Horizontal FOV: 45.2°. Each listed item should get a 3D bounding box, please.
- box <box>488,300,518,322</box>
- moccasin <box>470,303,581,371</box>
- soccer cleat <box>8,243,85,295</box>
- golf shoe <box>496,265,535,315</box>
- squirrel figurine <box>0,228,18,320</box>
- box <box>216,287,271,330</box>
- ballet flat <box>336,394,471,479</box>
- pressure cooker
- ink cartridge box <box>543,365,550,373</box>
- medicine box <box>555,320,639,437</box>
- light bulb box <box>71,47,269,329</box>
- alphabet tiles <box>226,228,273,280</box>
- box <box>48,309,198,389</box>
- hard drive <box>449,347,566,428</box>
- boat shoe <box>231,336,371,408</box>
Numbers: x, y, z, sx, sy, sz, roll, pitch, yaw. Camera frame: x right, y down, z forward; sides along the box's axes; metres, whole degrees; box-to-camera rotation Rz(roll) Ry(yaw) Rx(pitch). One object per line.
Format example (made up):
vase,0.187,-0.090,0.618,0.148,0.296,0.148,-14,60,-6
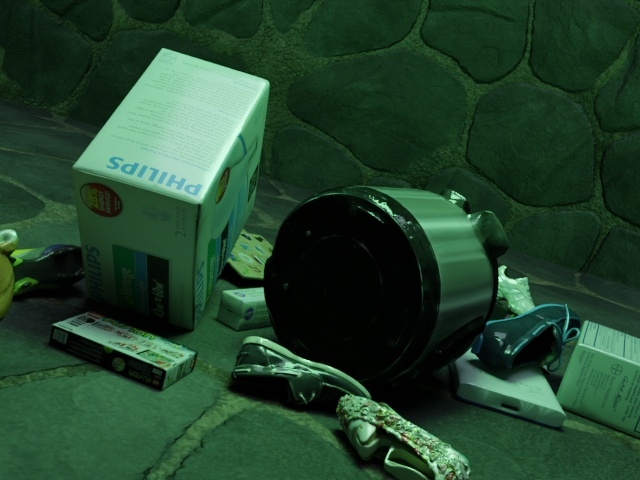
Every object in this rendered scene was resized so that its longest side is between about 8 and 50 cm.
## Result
box,0.418,0.182,1.819,0.083,0.062,0.052,33,9,-5
moccasin,0.466,0.229,1.662,0.342,0.138,0.117,-12,30,-38
soccer cleat,-0.558,0.059,1.391,0.121,0.094,0.289,-15,-7,40
golf shoe,0.470,0.130,1.803,0.176,0.086,0.069,39,8,19
squirrel figurine,-0.618,0.008,1.048,0.370,0.281,0.397,16,12,-36
box,-0.086,0.138,1.648,0.067,0.063,0.324,22,13,34
ballet flat,0.103,0.296,1.111,0.241,0.091,0.077,20,33,36
pressure cooker,0.145,0.073,1.493,0.369,0.376,0.420,19,12,31
ink cartridge box,0.361,0.215,1.940,0.385,0.091,0.308,32,9,-7
medicine box,0.679,0.309,1.655,0.289,0.149,0.263,20,12,19
light bulb box,-0.269,-0.094,1.445,0.225,0.358,0.361,17,48,4
alphabet tiles,-0.207,0.018,1.952,0.285,0.011,0.342,41,16,31
box,-0.314,0.172,1.235,0.207,0.036,0.114,19,11,14
hard drive,0.377,0.287,1.621,0.210,0.040,0.319,17,11,2
boat shoe,-0.032,0.239,1.260,0.233,0.084,0.079,22,49,-1
